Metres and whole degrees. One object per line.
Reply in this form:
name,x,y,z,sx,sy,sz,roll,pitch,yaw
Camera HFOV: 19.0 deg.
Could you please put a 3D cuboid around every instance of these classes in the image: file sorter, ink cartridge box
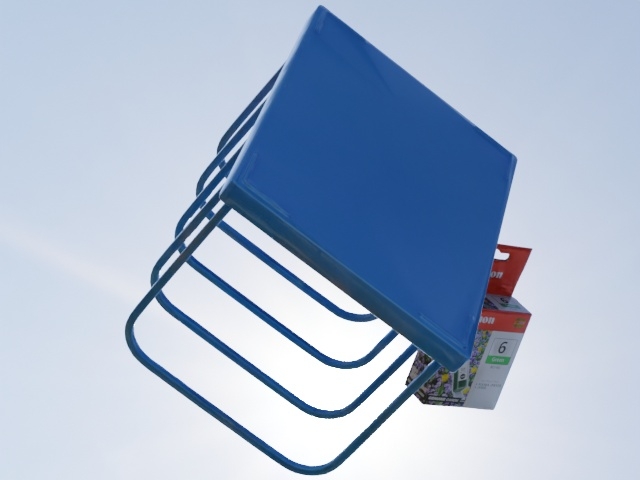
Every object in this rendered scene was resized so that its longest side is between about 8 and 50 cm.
file sorter,0.000,0.000,0.838,0.118,0.170,0.104,37,-58,-10
ink cartridge box,0.107,0.058,1.299,0.029,0.063,0.115,47,-57,51
